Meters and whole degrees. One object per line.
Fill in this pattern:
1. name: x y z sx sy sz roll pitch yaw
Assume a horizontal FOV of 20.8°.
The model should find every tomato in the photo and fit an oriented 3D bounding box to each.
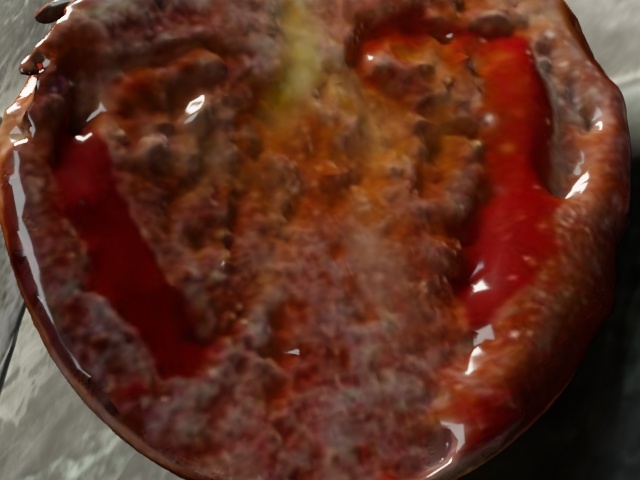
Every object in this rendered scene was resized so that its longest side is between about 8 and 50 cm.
1. tomato: -0.002 -0.001 0.817 0.170 0.309 0.309 110 171 -66
